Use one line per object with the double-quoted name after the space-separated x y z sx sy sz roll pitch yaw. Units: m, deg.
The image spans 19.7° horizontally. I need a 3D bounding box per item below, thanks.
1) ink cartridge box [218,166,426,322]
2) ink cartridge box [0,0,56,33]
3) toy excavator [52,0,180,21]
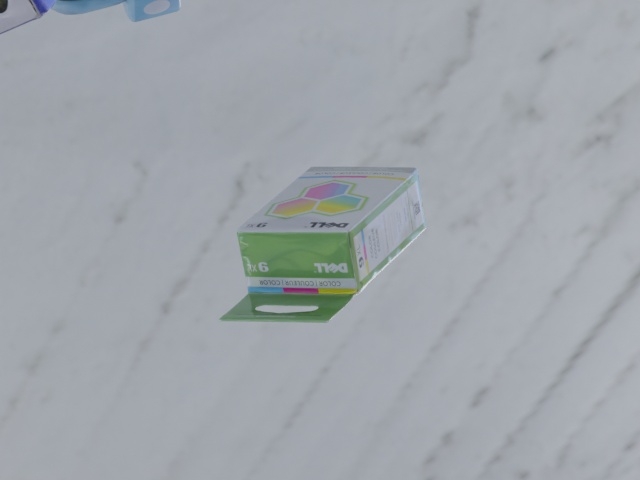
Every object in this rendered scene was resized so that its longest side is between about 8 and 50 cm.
0.000 0.000 1.588 0.209 0.109 0.062 -42 -53 -55 "ink cartridge box"
-0.356 -0.258 1.387 0.395 0.151 0.270 -19 -63 26 "ink cartridge box"
-0.260 -0.282 1.731 0.445 0.433 0.222 -15 -19 -7 "toy excavator"
